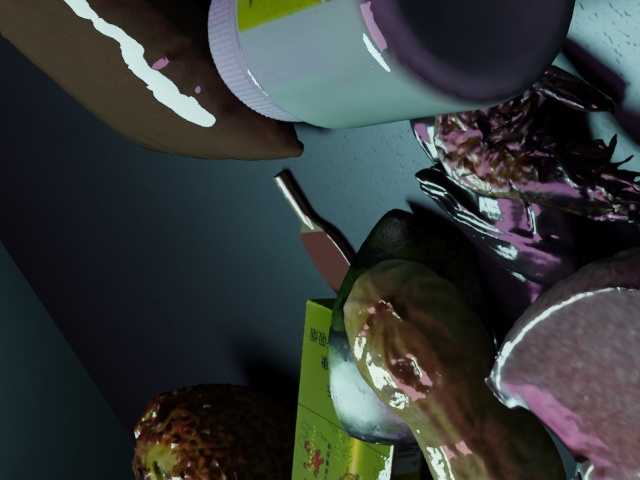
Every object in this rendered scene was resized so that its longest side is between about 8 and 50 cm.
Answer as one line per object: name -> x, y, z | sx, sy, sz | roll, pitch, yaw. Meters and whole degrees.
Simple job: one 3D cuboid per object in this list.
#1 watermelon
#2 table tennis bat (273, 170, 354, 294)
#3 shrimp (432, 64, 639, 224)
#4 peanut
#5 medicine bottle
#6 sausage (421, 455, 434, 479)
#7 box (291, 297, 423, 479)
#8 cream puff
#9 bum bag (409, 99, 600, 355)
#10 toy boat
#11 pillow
watermelon -> 0.076, 0.088, 0.881 | 0.193, 0.145, 0.137 | 45, 160, 21
table tennis bat -> 0.000, 0.000, 1.079 | 0.156, 0.013, 0.087 | 57, 160, -12
shrimp -> 0.139, -0.057, 0.644 | 0.161, 0.034, 0.091 | 20, 118, 26
peanut -> 0.097, 0.116, 0.779 | 0.098, 0.103, 0.229 | -31, 94, 34
medicine bottle -> 0.030, -0.137, 0.646 | 0.139, 0.139, 0.225 | 60, 157, -15
sausage -> 0.184, 0.278, 1.007 | 0.348, 0.094, 0.097 | 23, 156, 49
box -> 0.033, 0.227, 1.093 | 0.173, 0.043, 0.311 | 21, 109, 55
cream puff -> -0.094, 0.322, 1.446 | 0.350, 0.229, 0.350 | 50, -178, -2
bum bag -> 0.140, 0.009, 0.745 | 0.123, 0.060, 0.248 | 8, 128, 53
toy boat -> 0.202, 0.075, 0.650 | 0.155, 0.085, 0.227 | 53, 148, 8
pillow -> -0.186, -0.186, 1.002 | 0.308, 0.108, 0.305 | 42, 165, -28
